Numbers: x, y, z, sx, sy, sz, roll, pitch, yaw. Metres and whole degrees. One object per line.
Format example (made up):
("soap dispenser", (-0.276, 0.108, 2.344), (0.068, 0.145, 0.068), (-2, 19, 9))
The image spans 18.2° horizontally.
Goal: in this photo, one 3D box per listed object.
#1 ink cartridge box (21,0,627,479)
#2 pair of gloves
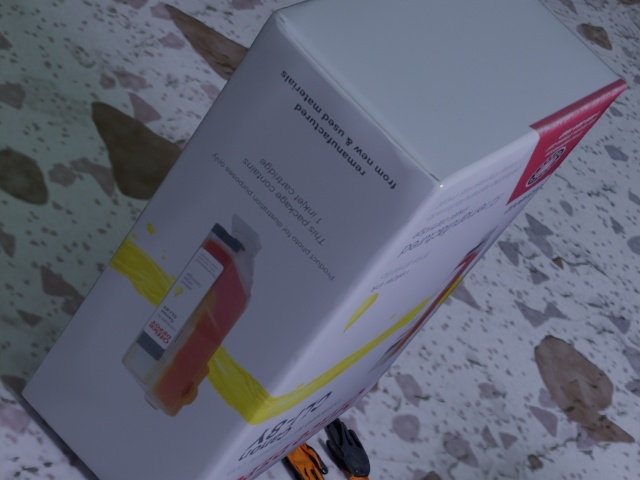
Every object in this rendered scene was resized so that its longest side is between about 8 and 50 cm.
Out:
("ink cartridge box", (0.000, 0.000, 1.412), (0.160, 0.384, 0.279), (46, 36, 11))
("pair of gloves", (0.005, 0.169, 1.560), (0.083, 0.010, 0.074), (3, 48, -41))
